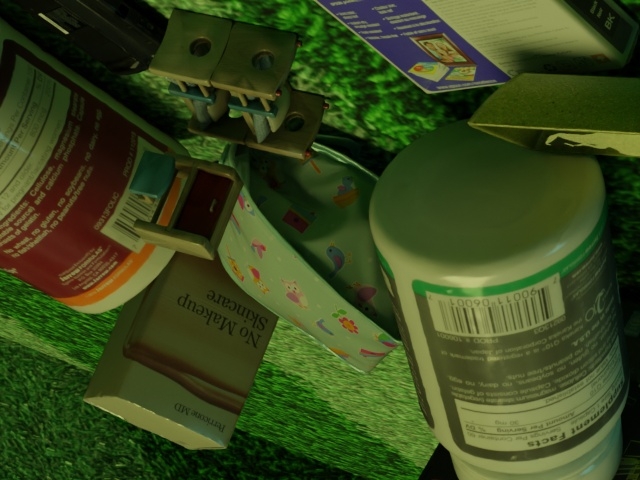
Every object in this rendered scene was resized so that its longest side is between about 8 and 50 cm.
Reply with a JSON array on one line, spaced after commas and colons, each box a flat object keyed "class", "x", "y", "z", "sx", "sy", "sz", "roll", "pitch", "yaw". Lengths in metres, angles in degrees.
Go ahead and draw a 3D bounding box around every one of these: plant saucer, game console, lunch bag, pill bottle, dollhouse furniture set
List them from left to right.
[{"class": "pill bottle", "x": -0.338, "y": -0.101, "z": 1.496, "sx": 0.224, "sy": 0.224, "sz": 0.392, "roll": 0, "pitch": 153, "yaw": 47}, {"class": "game console", "x": -0.286, "y": -0.252, "z": 1.299, "sx": 0.361, "sy": 0.044, "sz": 0.213, "roll": 35, "pitch": 159, "yaw": -36}, {"class": "dollhouse furniture set", "x": -0.091, "y": -0.090, "z": 1.324, "sx": 0.128, "sy": 0.184, "sz": 0.129, "roll": 14, "pitch": 161, "yaw": 19}, {"class": "lunch bag", "x": 0.000, "y": 0.000, "z": 1.516, "sx": 0.262, "sy": 0.160, "sz": 0.223, "roll": 38, "pitch": 163, "yaw": 3}, {"class": "pill bottle", "x": 0.176, "y": 0.081, "z": 1.329, "sx": 0.204, "sy": 0.204, "sz": 0.361, "roll": 11, "pitch": 139, "yaw": 28}, {"class": "plant saucer", "x": 0.228, "y": -0.094, "z": 1.101, "sx": 0.188, "sy": 0.045, "sz": 0.188, "roll": 5, "pitch": 180, "yaw": 23}]

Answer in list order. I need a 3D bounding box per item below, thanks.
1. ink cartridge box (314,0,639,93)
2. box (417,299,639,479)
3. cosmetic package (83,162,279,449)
[{"class": "ink cartridge box", "x": 0.093, "y": -0.184, "z": 1.074, "sx": 0.208, "sy": 0.045, "sz": 0.206, "roll": 32, "pitch": 159, "yaw": -37}, {"class": "box", "x": 0.303, "y": 0.222, "z": 1.491, "sx": 0.097, "sy": 0.318, "sz": 0.395, "roll": 44, "pitch": 162, "yaw": -32}, {"class": "cosmetic package", "x": -0.137, "y": 0.079, "z": 1.679, "sx": 0.153, "sy": 0.296, "sz": 0.129, "roll": 27, "pitch": 162, "yaw": -21}]
